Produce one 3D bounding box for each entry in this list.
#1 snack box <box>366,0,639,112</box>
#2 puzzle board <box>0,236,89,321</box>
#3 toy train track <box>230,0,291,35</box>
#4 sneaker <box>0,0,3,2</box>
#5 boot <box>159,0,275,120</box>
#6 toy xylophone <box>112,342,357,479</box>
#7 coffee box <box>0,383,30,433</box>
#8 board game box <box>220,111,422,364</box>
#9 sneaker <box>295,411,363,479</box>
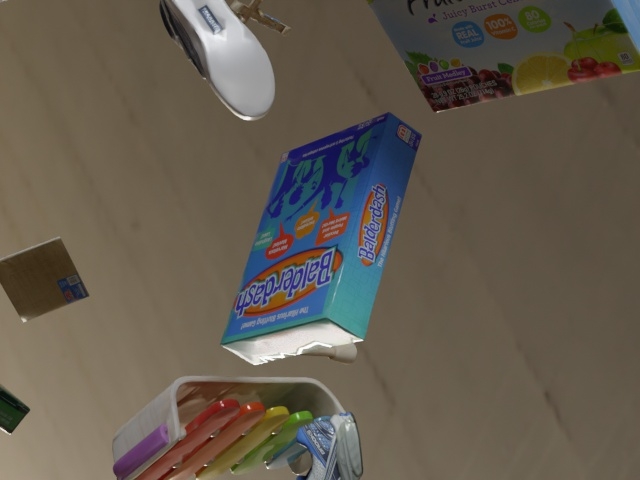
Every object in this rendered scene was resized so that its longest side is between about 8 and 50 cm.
[{"bbox_3d":[0.141,-0.201,1.182,0.207,0.070,0.174,-8,-53,40],"label":"snack box"},{"bbox_3d":[-0.368,0.051,1.982,0.128,0.096,0.011,74,-7,-51],"label":"puzzle board"},{"bbox_3d":[-0.061,-0.234,1.602,0.048,0.083,0.014,-51,-132,18],"label":"toy train track"},{"bbox_3d":[-0.243,-0.268,1.316,0.292,0.169,0.108,-65,-154,27],"label":"sneaker"},{"bbox_3d":[-0.110,-0.201,1.597,0.190,0.069,0.086,62,-16,10],"label":"boot"},{"bbox_3d":[-0.088,0.206,1.754,0.236,0.322,0.081,-46,-123,39],"label":"toy xylophone"},{"bbox_3d":[-0.411,0.135,1.657,0.184,0.040,0.113,34,-11,24],"label":"coffee box"},{"bbox_3d":[0.000,0.000,1.358,0.160,0.047,0.210,-18,-132,49],"label":"board game box"},{"bbox_3d":[0.007,0.203,1.187,0.052,0.058,0.135,-101,-175,-86],"label":"sneaker"}]
